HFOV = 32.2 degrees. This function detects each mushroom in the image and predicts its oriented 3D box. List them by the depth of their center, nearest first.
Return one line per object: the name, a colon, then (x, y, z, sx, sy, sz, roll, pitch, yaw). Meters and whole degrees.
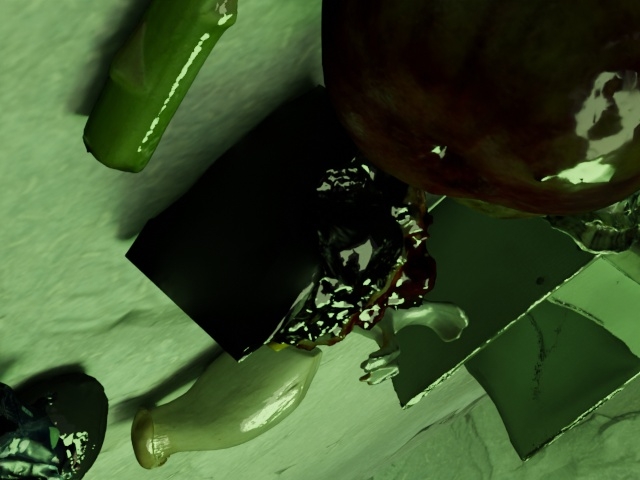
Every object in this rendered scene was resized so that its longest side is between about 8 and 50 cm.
mushroom: (-0.094, 0.158, 1.114, 0.212, 0.097, 0.088, -29, 118, -1)

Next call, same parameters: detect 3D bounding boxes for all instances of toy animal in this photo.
toy animal: (0.019, 0.045, 0.958, 0.197, 0.160, 0.272, -26, 153, -18)

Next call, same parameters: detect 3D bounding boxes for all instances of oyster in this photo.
oyster: (0.277, -0.084, 1.015, 0.252, 0.199, 0.087, -12, 146, -23)

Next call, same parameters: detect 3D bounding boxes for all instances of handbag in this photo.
handbag: (-0.305, 0.195, 0.805, 0.260, 0.113, 0.162, -31, 156, 14)

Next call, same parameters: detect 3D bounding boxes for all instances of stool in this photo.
stool: (0.215, 0.064, 1.139, 0.270, 0.170, 0.244, -43, 137, 18)

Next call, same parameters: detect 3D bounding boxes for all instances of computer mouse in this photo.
computer mouse: (-0.250, 0.195, 0.958, 0.122, 0.073, 0.217, -13, 154, -49)

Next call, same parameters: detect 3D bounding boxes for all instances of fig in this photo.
fig: (0.146, -0.165, 0.606, 0.321, 0.217, 0.217, -52, 167, -19)

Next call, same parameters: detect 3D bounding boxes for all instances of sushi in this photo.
sushi: (0.000, 0.000, 0.772, 0.172, 0.153, 0.150, -56, 139, 3)

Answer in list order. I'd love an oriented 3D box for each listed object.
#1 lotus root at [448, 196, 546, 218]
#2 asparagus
lotus root: (0.170, -0.095, 0.814, 0.173, 0.173, 0.309, -45, 163, 30)
asparagus: (-0.074, -0.104, 0.560, 0.045, 0.041, 0.178, 25, 133, -15)
